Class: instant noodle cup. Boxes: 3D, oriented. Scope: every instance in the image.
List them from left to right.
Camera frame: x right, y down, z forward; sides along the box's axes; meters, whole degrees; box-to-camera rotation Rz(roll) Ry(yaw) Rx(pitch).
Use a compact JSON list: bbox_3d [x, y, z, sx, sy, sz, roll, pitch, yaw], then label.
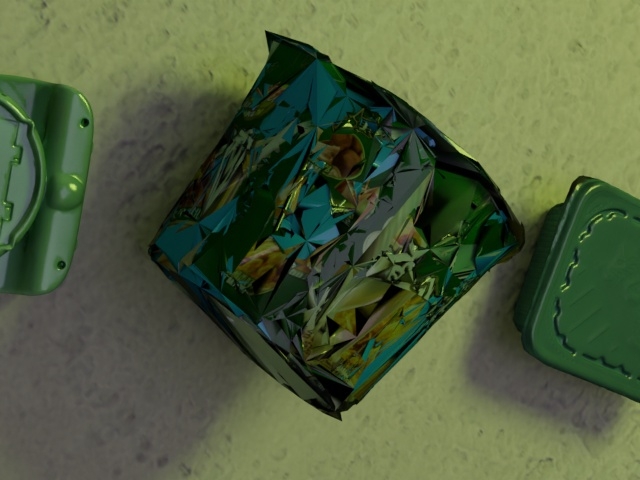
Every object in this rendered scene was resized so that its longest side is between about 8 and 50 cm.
[{"bbox_3d":[0.000,0.000,1.184,0.240,0.240,0.178,44,80,-25],"label":"instant noodle cup"},{"bbox_3d":[0.240,0.043,1.410,0.179,0.070,0.157,23,84,-30],"label":"instant noodle cup"}]

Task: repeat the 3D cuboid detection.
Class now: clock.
[{"bbox_3d":[-0.250,-0.043,1.128,0.188,0.060,0.148,7,91,-29],"label":"clock"}]
